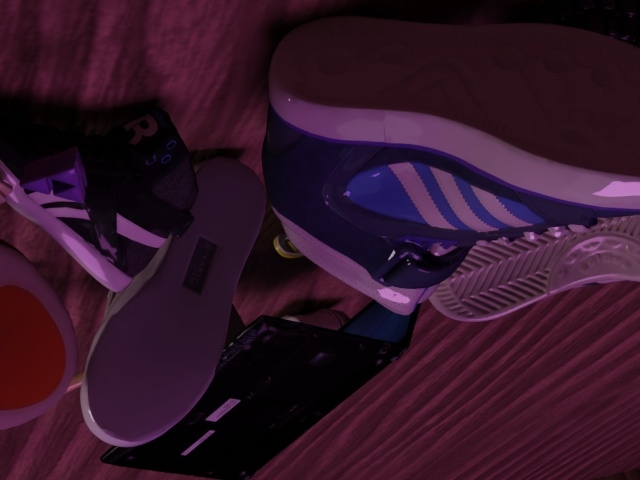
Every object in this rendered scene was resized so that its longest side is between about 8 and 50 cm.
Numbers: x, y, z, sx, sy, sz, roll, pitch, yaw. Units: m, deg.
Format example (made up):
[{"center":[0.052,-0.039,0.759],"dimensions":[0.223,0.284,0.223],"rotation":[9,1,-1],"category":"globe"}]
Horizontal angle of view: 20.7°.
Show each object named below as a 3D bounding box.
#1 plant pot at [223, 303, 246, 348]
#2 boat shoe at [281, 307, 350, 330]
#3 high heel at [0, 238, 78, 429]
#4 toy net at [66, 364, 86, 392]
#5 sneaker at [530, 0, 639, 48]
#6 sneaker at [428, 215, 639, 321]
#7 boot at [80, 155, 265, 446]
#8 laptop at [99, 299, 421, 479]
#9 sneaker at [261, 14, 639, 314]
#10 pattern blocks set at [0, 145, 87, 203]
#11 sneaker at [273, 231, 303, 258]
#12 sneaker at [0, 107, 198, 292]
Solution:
[{"center":[-0.130,0.087,1.654],"dimensions":[0.109,0.096,0.109],"rotation":[-20,163,13],"category":"plant pot"},{"center":[-0.077,0.154,1.913],"dimensions":[0.088,0.096,0.267],"rotation":[8,150,-44],"category":"boat shoe"},{"center":[-0.314,0.020,1.138],"dimensions":[0.181,0.127,0.377],"rotation":[17,166,33],"category":"high heel"},{"center":[-0.223,0.090,1.553],"dimensions":[0.232,0.045,0.122],"rotation":[15,124,-13],"category":"toy net"},{"center":[0.282,-0.120,1.366],"dimensions":[0.344,0.134,0.146],"rotation":[2,165,-20],"category":"sneaker"},{"center":[0.261,-0.024,1.584],"dimensions":[0.350,0.131,0.148],"rotation":[-10,-166,9],"category":"sneaker"},{"center":[-0.127,0.059,1.365],"dimensions":[0.095,0.258,0.123],"rotation":[34,148,-13],"category":"boot"},{"center":[-0.042,0.104,1.586],"dimensions":[0.264,0.136,0.234],"rotation":[14,134,-42],"category":"laptop"},{"center":[0.116,-0.034,1.245],"dimensions":[0.323,0.130,0.236],"rotation":[11,145,11],"category":"sneaker"},{"center":[-0.309,-0.034,1.132],"dimensions":[0.325,0.026,0.285],"rotation":[-10,149,16],"category":"pattern blocks set"},{"center":[0.000,0.000,1.607],"dimensions":[0.083,0.031,0.035],"rotation":[-6,159,-29],"category":"sneaker"},{"center":[-0.166,-0.063,1.229],"dimensions":[0.121,0.079,0.217],"rotation":[-45,140,-2],"category":"sneaker"}]
